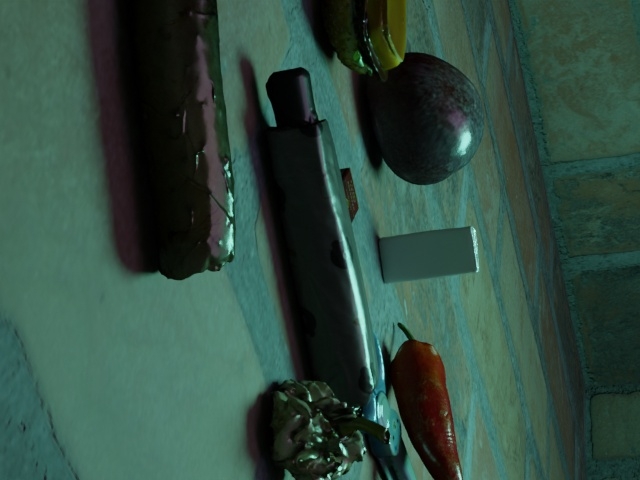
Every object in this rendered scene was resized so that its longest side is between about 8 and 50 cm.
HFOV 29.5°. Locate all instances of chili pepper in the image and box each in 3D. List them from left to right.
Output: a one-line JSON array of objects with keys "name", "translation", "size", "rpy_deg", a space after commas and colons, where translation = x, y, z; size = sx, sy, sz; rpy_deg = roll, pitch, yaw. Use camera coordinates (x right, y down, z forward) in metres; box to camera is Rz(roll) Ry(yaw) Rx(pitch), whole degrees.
[{"name": "chili pepper", "translation": [0.126, 0.192, 1.468], "size": [0.272, 0.071, 0.063], "rpy_deg": [-102, -153, -48]}]

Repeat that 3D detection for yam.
[{"name": "yam", "translation": [-0.104, -0.129, 0.894], "size": [0.067, 0.071, 0.317], "rpy_deg": [-5, 87, -37]}]

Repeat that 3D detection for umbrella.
[{"name": "umbrella", "translation": [0.000, 0.000, 1.183], "size": [0.073, 0.067, 0.337], "rpy_deg": [-85, 164, -77]}]

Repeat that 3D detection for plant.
[{"name": "plant", "translation": [0.013, 0.164, 1.083], "size": [0.104, 0.122, 0.116], "rpy_deg": [63, 31, -23]}]

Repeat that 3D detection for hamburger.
[{"name": "hamburger", "translation": [0.050, -0.269, 1.428], "size": [0.137, 0.087, 0.165], "rpy_deg": [57, 32, -57]}]

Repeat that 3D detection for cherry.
[{"name": "cherry", "translation": [0.137, -0.165, 1.581], "size": [0.176, 0.140, 0.176], "rpy_deg": [17, 69, -57]}]

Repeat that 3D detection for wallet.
[{"name": "wallet", "translation": [0.137, 0.018, 1.532], "size": [0.025, 0.122, 0.061], "rpy_deg": [6, 77, -73]}]

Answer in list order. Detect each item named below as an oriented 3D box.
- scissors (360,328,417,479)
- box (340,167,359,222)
[{"name": "scissors", "translation": [0.072, 0.219, 1.396], "size": [0.125, 0.030, 0.256], "rpy_deg": [-74, 151, -47]}, {"name": "box", "translation": [0.021, -0.042, 1.346], "size": [0.082, 0.023, 0.051], "rpy_deg": [-63, 141, -62]}]
